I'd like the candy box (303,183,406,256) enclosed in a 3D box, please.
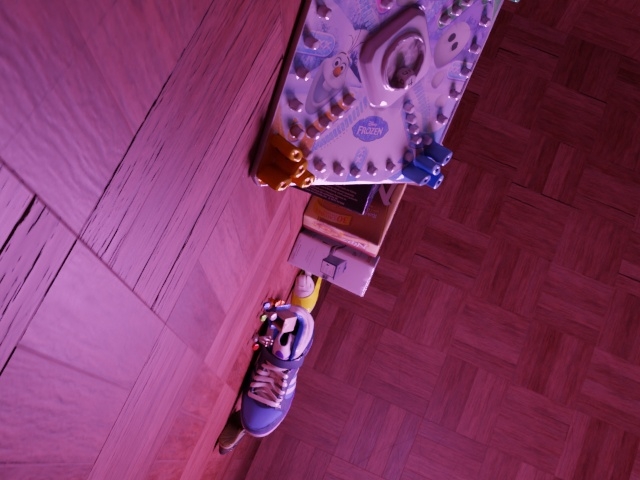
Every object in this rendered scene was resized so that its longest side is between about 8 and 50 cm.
[{"bbox_3d":[0.105,-0.142,1.612,0.087,0.182,0.317,96,18,-70],"label":"candy box"}]

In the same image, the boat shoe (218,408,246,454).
[{"bbox_3d":[-0.216,0.477,1.763,0.152,0.056,0.049,-37,156,-60],"label":"boat shoe"}]

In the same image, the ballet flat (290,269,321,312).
[{"bbox_3d":[-0.034,0.102,1.939,0.077,0.077,0.231,74,31,-47],"label":"ballet flat"}]

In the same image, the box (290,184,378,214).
[{"bbox_3d":[0.065,-0.207,1.165,0.165,0.143,0.270,-56,167,-61],"label":"box"}]

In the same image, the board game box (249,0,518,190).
[{"bbox_3d":[0.116,-0.243,0.964,0.389,0.050,0.390,-6,125,-46],"label":"board game box"}]

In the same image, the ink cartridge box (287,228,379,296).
[{"bbox_3d":[0.034,0.045,1.654,0.139,0.190,0.082,-45,157,-77],"label":"ink cartridge box"}]

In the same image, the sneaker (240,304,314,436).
[{"bbox_3d":[-0.114,0.305,1.690,0.236,0.130,0.323,81,33,-70],"label":"sneaker"}]

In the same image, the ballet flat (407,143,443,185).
[{"bbox_3d":[0.342,-0.282,2.290,0.316,0.106,0.108,103,10,-62],"label":"ballet flat"}]

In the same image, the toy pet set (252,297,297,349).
[{"bbox_3d":[-0.112,0.168,1.564,0.114,0.065,0.122,-6,122,-43],"label":"toy pet set"}]
